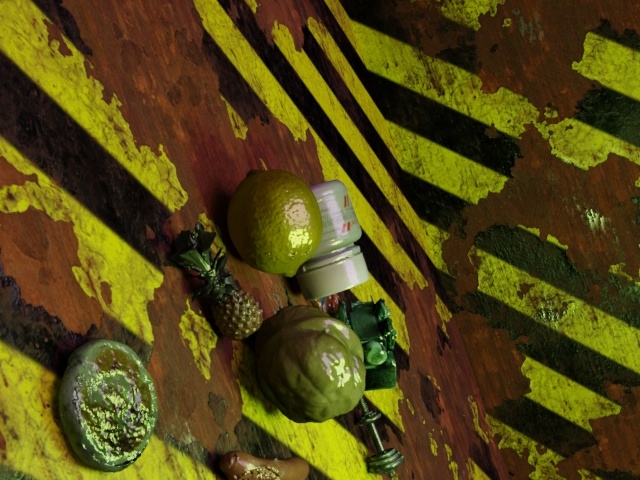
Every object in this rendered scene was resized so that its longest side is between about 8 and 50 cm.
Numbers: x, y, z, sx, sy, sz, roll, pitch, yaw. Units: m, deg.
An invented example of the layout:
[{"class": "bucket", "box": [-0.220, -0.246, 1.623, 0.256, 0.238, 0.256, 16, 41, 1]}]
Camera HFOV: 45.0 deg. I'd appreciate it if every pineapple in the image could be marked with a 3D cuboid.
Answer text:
[{"class": "pineapple", "box": [-0.230, 0.095, 1.759, 0.277, 0.130, 0.119, 58, 13, -25]}]

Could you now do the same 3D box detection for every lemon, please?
[{"class": "lemon", "box": [-0.115, -0.047, 1.977, 0.267, 0.268, 0.267, 48, 32, -44]}]

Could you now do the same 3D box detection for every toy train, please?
[{"class": "toy train", "box": [0.136, 0.306, 2.298, 0.299, 0.167, 0.238, -100, -174, -65]}]

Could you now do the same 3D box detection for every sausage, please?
[{"class": "sausage", "box": [-0.118, 0.521, 1.741, 0.087, 0.079, 0.327, 48, 8, 30]}]

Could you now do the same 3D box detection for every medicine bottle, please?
[{"class": "medicine bottle", "box": [0.000, 0.000, 2.203, 0.241, 0.241, 0.301, -23, 94, -67]}]

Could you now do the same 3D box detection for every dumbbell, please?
[{"class": "dumbbell", "box": [0.166, 0.591, 2.323, 0.110, 0.110, 0.254, -3, 69, -67]}]

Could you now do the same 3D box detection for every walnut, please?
[{"class": "walnut", "box": [-0.027, 0.304, 1.889, 0.276, 0.253, 0.282, 54, 28, -35]}]

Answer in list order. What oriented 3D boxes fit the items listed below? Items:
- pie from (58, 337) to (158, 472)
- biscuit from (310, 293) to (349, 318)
[{"class": "pie", "box": [-0.373, 0.291, 1.373, 0.240, 0.054, 0.240, 44, 37, -46]}, {"class": "biscuit", "box": [0.028, 0.198, 2.392, 0.280, 0.043, 0.183, 42, 39, -45]}]
